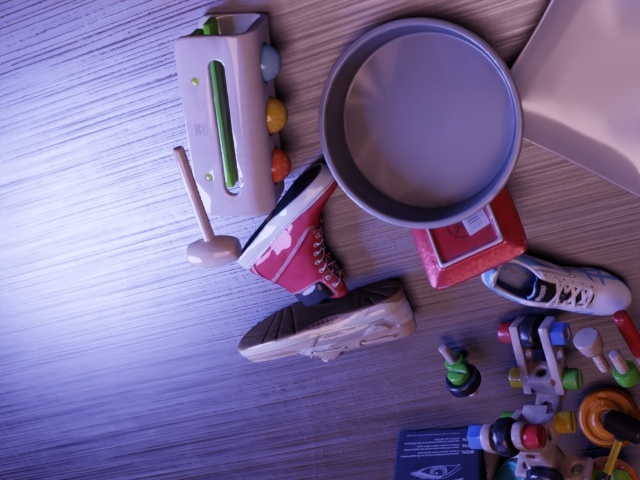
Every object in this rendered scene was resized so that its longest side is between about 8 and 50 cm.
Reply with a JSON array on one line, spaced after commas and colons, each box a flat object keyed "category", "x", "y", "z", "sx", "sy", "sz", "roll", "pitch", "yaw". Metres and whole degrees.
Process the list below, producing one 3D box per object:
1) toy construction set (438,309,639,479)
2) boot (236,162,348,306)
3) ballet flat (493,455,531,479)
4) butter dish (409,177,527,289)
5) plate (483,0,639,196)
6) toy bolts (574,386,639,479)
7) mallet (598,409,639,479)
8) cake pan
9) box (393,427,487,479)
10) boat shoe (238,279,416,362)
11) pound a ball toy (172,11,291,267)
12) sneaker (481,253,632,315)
[{"category": "toy construction set", "x": 0.384, "y": 0.261, "z": 1.386, "sx": 0.309, "sy": 0.257, "sz": 0.237, "roll": -28, "pitch": 122, "yaw": 19}, {"category": "boot", "x": 0.000, "y": 0.000, "z": 1.386, "sx": 0.176, "sy": 0.088, "sz": 0.244, "roll": 34, "pitch": 128, "yaw": -9}, {"category": "ballet flat", "x": 0.363, "y": 0.530, "z": 1.605, "sx": 0.139, "sy": 0.139, "sz": 0.400, "roll": 13, "pitch": 125, "yaw": 4}, {"category": "butter dish", "x": 0.228, "y": -0.019, "z": 1.317, "sx": 0.160, "sy": 0.118, "sz": 0.160, "roll": -27, "pitch": 70, "yaw": 24}, {"category": "plate", "x": 0.408, "y": -0.227, "z": 1.198, "sx": 0.277, "sy": 0.045, "sz": 0.278, "roll": 25, "pitch": 121, "yaw": -3}, {"category": "toy bolts", "x": 0.548, "y": 0.357, "z": 1.483, "sx": 0.229, "sy": 0.158, "sz": 0.218, "roll": -6, "pitch": 78, "yaw": 25}, {"category": "mallet", "x": 0.471, "y": 0.370, "z": 1.409, "sx": 0.062, "sy": 0.039, "sz": 0.189, "roll": 13, "pitch": 90, "yaw": 34}, {"category": "cake pan", "x": 0.141, "y": -0.164, "z": 1.237, "sx": 0.293, "sy": 0.054, "sz": 0.293, "roll": 6, "pitch": 105, "yaw": 21}, {"category": "box", "x": 0.208, "y": 0.432, "z": 1.517, "sx": 0.153, "sy": 0.207, "sz": 0.108, "roll": -5, "pitch": 118, "yaw": 14}, {"category": "boat shoe", "x": 0.009, "y": 0.157, "z": 1.462, "sx": 0.303, "sy": 0.109, "sz": 0.098, "roll": -19, "pitch": 113, "yaw": 14}, {"category": "pound a ball toy", "x": -0.119, "y": -0.142, "z": 1.255, "sx": 0.136, "sy": 0.208, "sz": 0.319, "roll": 1, "pitch": 119, "yaw": 11}, {"category": "sneaker", "x": 0.363, "y": 0.076, "z": 1.357, "sx": 0.237, "sy": 0.086, "sz": 0.085, "roll": 14, "pitch": 119, "yaw": 2}]
